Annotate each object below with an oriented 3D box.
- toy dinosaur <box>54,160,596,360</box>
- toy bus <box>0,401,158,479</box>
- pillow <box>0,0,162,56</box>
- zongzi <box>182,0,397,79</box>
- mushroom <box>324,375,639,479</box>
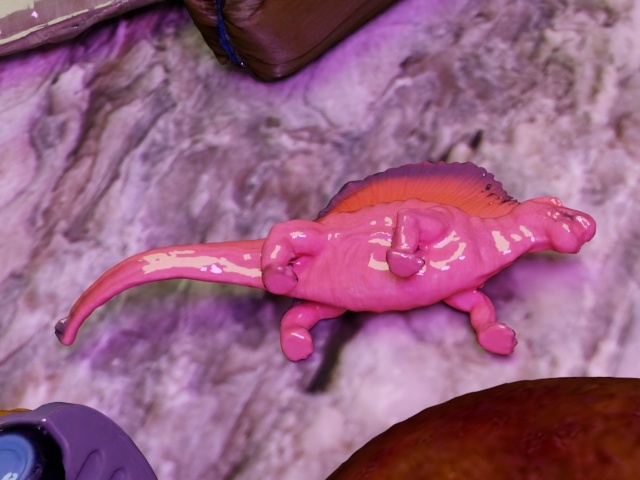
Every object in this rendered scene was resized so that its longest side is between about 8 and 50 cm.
[{"bbox_3d":[0.005,-0.005,0.725,0.286,0.070,0.139,-5,37,18],"label":"toy dinosaur"},{"bbox_3d":[-0.165,0.167,0.573,0.136,0.126,0.209,3,49,32],"label":"toy bus"},{"bbox_3d":[-0.209,-0.194,0.950,0.302,0.075,0.185,-19,48,2],"label":"pillow"},{"bbox_3d":[0.082,-0.203,0.837,0.289,0.123,0.260,12,58,22],"label":"zongzi"},{"bbox_3d":[0.093,0.160,0.444,0.283,0.195,0.263,21,52,32],"label":"mushroom"}]
